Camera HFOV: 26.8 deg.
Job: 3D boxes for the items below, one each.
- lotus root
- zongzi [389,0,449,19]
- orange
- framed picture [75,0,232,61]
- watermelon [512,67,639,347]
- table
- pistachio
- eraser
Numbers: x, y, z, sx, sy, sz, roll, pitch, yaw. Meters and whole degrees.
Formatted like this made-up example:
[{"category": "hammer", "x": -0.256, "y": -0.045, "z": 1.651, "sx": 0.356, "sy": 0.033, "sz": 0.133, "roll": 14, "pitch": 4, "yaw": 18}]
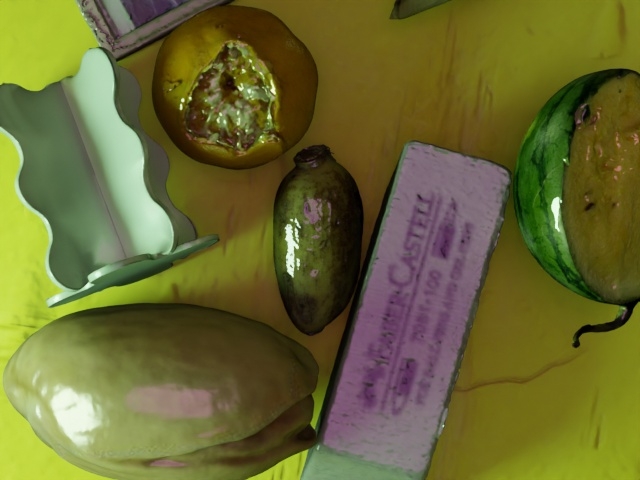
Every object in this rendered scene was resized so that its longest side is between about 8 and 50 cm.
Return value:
[{"category": "lotus root", "x": 0.000, "y": 0.000, "z": 1.256, "sx": 0.081, "sy": 0.089, "sz": 0.179, "roll": 3, "pitch": 100, "yaw": 27}, {"category": "zongzi", "x": 0.168, "y": -0.384, "z": 1.228, "sx": 0.318, "sy": 0.154, "sz": 0.289, "roll": -20, "pitch": 85, "yaw": 6}, {"category": "orange", "x": -0.079, "y": -0.141, "z": 1.226, "sx": 0.155, "sy": 0.134, "sz": 0.154, "roll": 0, "pitch": 85, "yaw": 1}, {"category": "framed picture", "x": -0.172, "y": -0.370, "z": 1.270, "sx": 0.247, "sy": 0.022, "sz": 0.335, "roll": -28, "pitch": 92, "yaw": -1}, {"category": "watermelon", "x": 0.248, "y": -0.043, "z": 1.233, "sx": 0.204, "sy": 0.127, "sz": 0.232, "roll": -20, "pitch": 109, "yaw": -42}, {"category": "table", "x": -0.205, "y": -0.061, "z": 1.217, "sx": 0.167, "sy": 0.166, "sz": 0.198, "roll": -22, "pitch": 86, "yaw": -1}, {"category": "pistachio", "x": -0.147, "y": 0.136, "z": 1.220, "sx": 0.293, "sy": 0.181, "sz": 0.162, "roll": 2, "pitch": 128, "yaw": 7}, {"category": "eraser", "x": 0.081, "y": 0.087, "z": 1.267, "sx": 0.111, "sy": 0.077, "sz": 0.352, "roll": 16, "pitch": 92, "yaw": -3}]
